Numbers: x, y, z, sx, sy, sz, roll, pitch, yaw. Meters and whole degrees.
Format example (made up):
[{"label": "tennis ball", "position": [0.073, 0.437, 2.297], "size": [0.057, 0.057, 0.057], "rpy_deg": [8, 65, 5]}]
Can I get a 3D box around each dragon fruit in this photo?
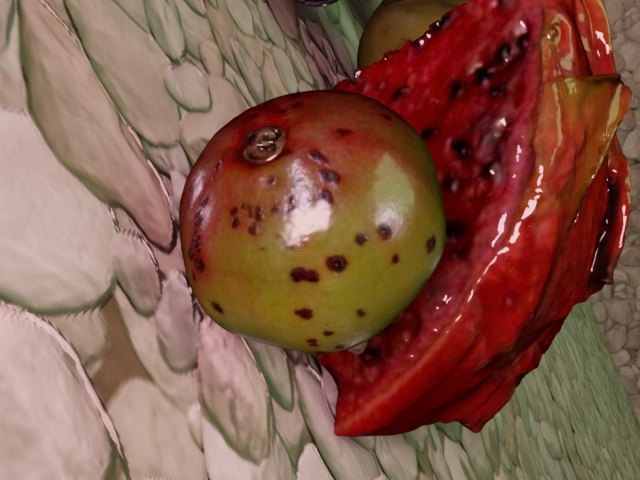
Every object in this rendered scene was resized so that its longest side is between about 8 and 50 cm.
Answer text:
[{"label": "dragon fruit", "position": [0.114, -0.039, 0.623], "size": [0.240, 0.302, 0.330], "rpy_deg": [40, 14, 23]}]

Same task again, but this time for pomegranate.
[{"label": "pomegranate", "position": [0.002, -0.007, 0.417], "size": [0.159, 0.129, 0.130], "rpy_deg": [26, 45, -73]}]

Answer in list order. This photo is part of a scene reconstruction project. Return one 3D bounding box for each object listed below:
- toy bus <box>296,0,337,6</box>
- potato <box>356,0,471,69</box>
[{"label": "toy bus", "position": [0.102, -0.290, 0.680], "size": [0.151, 0.330, 0.145], "rpy_deg": [100, -15, -53]}, {"label": "potato", "position": [0.157, -0.132, 0.853], "size": [0.351, 0.202, 0.218], "rpy_deg": [33, 42, -63]}]
